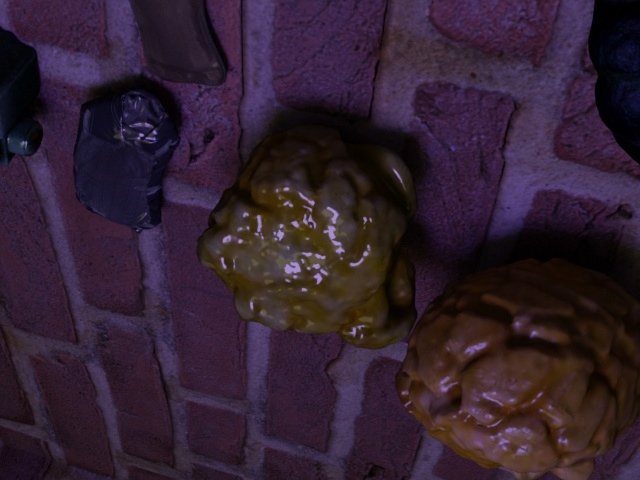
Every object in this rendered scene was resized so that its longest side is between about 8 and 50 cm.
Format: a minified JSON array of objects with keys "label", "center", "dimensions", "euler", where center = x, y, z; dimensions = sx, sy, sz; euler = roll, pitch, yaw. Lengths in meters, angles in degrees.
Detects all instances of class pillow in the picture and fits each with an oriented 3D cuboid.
[{"label":"pillow","center":[-0.206,-0.299,1.288],"dimensions":[0.130,0.033,0.217],"euler":[9,142,19]},{"label":"pillow","center":[-0.315,-0.124,1.507],"dimensions":[0.161,0.092,0.335],"euler":[17,143,-6]}]

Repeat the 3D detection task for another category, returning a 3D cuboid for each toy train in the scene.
[{"label":"toy train","center":[-0.580,-0.225,1.449],"dimensions":[0.299,0.167,0.238],"euler":[15,137,4]}]

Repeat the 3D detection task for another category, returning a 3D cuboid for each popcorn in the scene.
[{"label":"popcorn","center":[0.311,0.181,1.404],"dimensions":[0.344,0.354,0.390],"euler":[33,173,27]},{"label":"popcorn","center":[-0.010,0.007,1.377],"dimensions":[0.292,0.293,0.334],"euler":[39,155,35]}]

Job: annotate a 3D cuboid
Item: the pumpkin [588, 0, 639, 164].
[{"label":"pumpkin","center":[0.437,-0.196,0.877],"dimensions":[0.363,0.363,0.266],"euler":[33,-176,-17]}]
